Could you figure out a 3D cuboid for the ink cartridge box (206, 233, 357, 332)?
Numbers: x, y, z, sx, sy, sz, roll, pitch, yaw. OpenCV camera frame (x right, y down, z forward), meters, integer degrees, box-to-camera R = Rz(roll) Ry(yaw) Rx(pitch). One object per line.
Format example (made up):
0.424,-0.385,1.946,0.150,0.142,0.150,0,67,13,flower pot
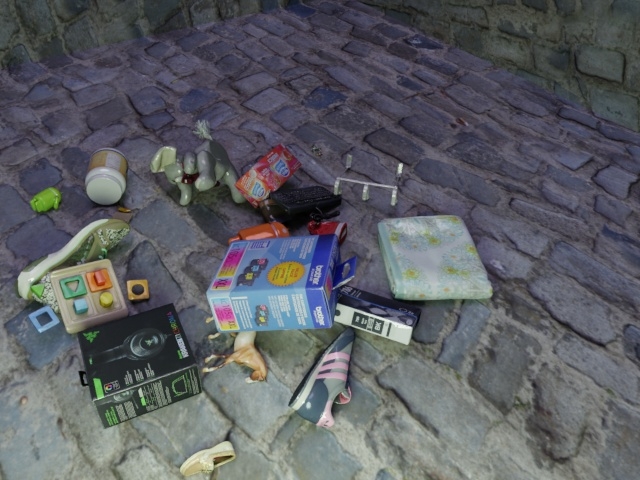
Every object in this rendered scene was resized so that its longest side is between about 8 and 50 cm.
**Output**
-0.089,0.116,1.654,0.395,0.151,0.270,-3,33,11,ink cartridge box

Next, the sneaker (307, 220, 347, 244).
0.000,0.000,2.003,0.128,0.087,0.221,10,28,22,sneaker

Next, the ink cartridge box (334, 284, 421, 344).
0.124,0.205,1.725,0.332,0.065,0.165,15,18,15,ink cartridge box

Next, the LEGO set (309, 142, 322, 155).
-0.017,-0.395,2.487,0.054,0.023,0.083,-26,48,-29,LEGO set

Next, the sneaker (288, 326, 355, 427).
0.038,0.370,1.567,0.131,0.112,0.319,38,45,3,sneaker

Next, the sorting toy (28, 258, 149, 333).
-0.682,0.157,1.717,0.347,0.047,0.196,-15,73,-32,sorting toy

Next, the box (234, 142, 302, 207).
-0.193,-0.248,2.173,0.123,0.128,0.257,48,35,-8,box

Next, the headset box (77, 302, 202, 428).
-0.492,0.329,1.546,0.283,0.131,0.246,-16,44,-19,headset box

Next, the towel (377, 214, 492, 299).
0.369,0.051,1.940,0.320,0.090,0.375,-2,41,-4,towel

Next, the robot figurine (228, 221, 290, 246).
-0.194,0.009,1.933,0.219,0.158,0.128,-15,85,-18,robot figurine

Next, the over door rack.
0.192,-0.226,2.254,0.239,0.108,0.324,11,28,7,over door rack

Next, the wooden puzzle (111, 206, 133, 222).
-0.723,-0.078,2.097,0.078,0.014,0.116,6,41,11,wooden puzzle

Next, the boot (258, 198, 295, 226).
-0.114,-0.098,2.123,0.219,0.082,0.106,-7,67,-27,boot

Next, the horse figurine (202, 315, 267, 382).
-0.241,0.290,1.654,0.174,0.066,0.263,-6,44,-1,horse figurine

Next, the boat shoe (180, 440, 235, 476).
-0.267,0.529,1.386,0.135,0.050,0.045,-22,41,-25,boat shoe

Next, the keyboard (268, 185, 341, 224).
-0.025,-0.135,2.090,0.201,0.033,0.317,41,31,23,keyboard

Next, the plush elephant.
-0.475,-0.254,2.157,0.272,0.255,0.330,6,59,-63,plush elephant

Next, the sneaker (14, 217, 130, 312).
-0.740,0.089,1.836,0.182,0.158,0.410,38,51,8,sneaker

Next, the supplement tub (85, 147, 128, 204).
-0.805,-0.242,2.182,0.144,0.144,0.200,-5,42,-8,supplement tub

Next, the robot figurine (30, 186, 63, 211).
-1.005,-0.152,2.127,0.101,0.067,0.115,15,41,26,robot figurine
